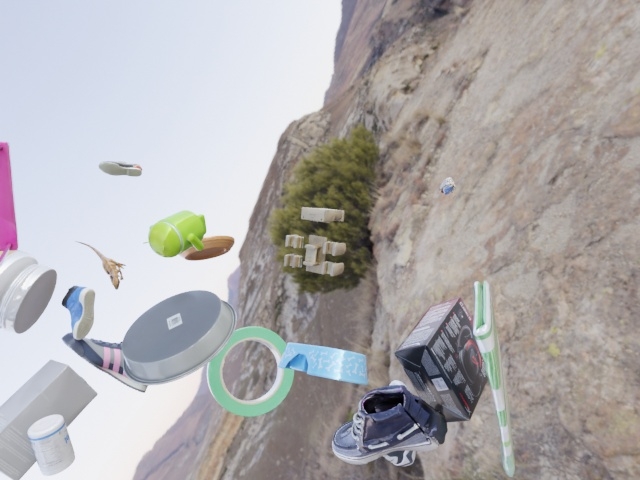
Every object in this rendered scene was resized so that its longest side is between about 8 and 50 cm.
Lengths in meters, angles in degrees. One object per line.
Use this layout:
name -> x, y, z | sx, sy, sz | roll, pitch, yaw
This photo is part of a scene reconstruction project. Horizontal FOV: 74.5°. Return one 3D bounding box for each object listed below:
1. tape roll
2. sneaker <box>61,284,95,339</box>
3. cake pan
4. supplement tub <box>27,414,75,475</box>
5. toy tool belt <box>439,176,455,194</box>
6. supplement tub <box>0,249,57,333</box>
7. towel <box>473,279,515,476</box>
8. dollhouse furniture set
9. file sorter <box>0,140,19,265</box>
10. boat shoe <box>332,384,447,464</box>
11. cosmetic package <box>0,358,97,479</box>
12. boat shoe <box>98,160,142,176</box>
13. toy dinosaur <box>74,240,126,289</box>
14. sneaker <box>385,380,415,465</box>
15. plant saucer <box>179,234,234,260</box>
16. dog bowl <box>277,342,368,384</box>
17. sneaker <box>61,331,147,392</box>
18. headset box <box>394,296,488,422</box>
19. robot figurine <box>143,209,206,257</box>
tape roll -> -0.263, 0.490, 1.589 | 0.322, 0.321, 0.077 | -65, 11, -22
sneaker -> -0.709, 0.206, 1.222 | 0.058, 0.084, 0.152 | -5, -75, -69
cake pan -> -0.355, 0.222, 1.041 | 0.293, 0.292, 0.054 | -68, -33, -54
supplement tub -> -0.592, 0.450, 0.929 | 0.071, 0.070, 0.107 | -76, -22, -75
toy tool belt -> 0.473, -0.192, 1.564 | 0.052, 0.051, 0.083 | -22, -25, -19
supplement tub -> -0.928, 0.109, 1.142 | 0.228, 0.316, 0.229 | -158, 90, -80
towel -> 0.372, 0.279, 0.908 | 0.248, 0.038, 0.325 | -44, -58, -63
dollhouse furniture set -> 0.000, 0.000, 1.605 | 0.161, 0.212, 0.242 | -6, -76, -62
file sorter -> -0.665, -0.057, 0.652 | 0.182, 0.290, 0.202 | 25, 114, 59
boat shoe -> 0.121, 0.437, 1.021 | 0.340, 0.158, 0.127 | -33, 22, 34
cosmetic package -> -0.678, 0.418, 1.000 | 0.238, 0.107, 0.127 | -56, -46, -44
boat shoe -> -0.685, -0.251, 1.444 | 0.049, 0.136, 0.043 | -63, 36, 36
toy dinosaur -> -0.692, 0.074, 1.372 | 0.064, 0.211, 0.112 | -42, -20, -16
sneaker -> 0.195, 0.512, 1.214 | 0.094, 0.153, 0.235 | -22, 49, 42
plant saucer -> -0.394, 0.031, 1.459 | 0.200, 0.199, 0.037 | 127, 129, -72
dog bowl -> 0.005, 0.327, 1.129 | 0.297, 0.165, 0.074 | -14, 61, 53
sneaker -> -0.649, 0.354, 1.334 | 0.112, 0.319, 0.131 | 8, 56, 48
headset box -> 0.354, 0.309, 1.148 | 0.110, 0.218, 0.293 | -29, 3, 42
robot figurine -> -0.252, -0.012, 0.742 | 0.115, 0.101, 0.067 | -42, -41, -55
